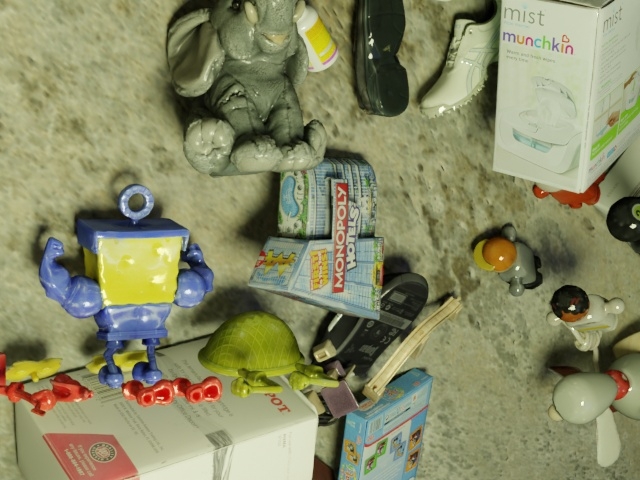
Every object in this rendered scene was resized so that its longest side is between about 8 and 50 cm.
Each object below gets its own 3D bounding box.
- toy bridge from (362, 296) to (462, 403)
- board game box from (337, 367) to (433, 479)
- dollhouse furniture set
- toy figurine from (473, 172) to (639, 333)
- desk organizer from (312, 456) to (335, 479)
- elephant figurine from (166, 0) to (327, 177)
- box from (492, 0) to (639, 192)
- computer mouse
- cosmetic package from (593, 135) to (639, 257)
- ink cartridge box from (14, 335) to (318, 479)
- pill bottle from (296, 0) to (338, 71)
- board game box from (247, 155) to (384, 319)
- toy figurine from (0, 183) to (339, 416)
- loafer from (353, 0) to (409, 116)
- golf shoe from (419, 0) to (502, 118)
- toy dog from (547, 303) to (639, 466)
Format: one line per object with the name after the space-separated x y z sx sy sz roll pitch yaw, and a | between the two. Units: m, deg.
0.128 0.136 1.552 0.188 0.026 0.063 -43 163 -24 | toy bridge
0.085 0.301 1.614 0.160 0.039 0.211 -24 128 -47 | board game box
-0.012 0.178 1.463 0.114 0.081 0.091 -26 97 18 | dollhouse furniture set
0.336 0.006 1.545 0.209 0.213 0.148 -54 144 8 | toy figurine
-0.019 0.325 1.575 0.047 0.050 0.130 -18 149 13 | desk organizer
-0.072 -0.189 1.194 0.169 0.186 0.239 -9 96 -71 | elephant figurine
0.325 -0.221 1.406 0.262 0.127 0.231 -39 136 -44 | box
0.011 0.123 1.483 0.184 0.060 0.262 16 116 -44 | computer mouse
0.622 0.025 1.748 0.161 0.230 0.453 -53 133 -1 | cosmetic package
-0.173 0.225 1.304 0.283 0.207 0.117 -12 122 -30 | ink cartridge box
-0.016 -0.228 1.275 0.043 0.043 0.083 -42 132 -9 | pill bottle
0.000 0.000 1.325 0.194 0.060 0.194 -4 98 -56 | board game box
-0.162 0.049 1.227 0.363 0.191 0.217 -2 96 -27 | toy figurine
0.058 -0.224 1.319 0.062 0.061 0.170 -6 97 -38 | loafer
0.173 -0.224 1.411 0.176 0.069 0.086 -44 115 -14 | golf shoe
0.436 0.236 1.785 0.334 0.220 0.161 19 134 -33 | toy dog
